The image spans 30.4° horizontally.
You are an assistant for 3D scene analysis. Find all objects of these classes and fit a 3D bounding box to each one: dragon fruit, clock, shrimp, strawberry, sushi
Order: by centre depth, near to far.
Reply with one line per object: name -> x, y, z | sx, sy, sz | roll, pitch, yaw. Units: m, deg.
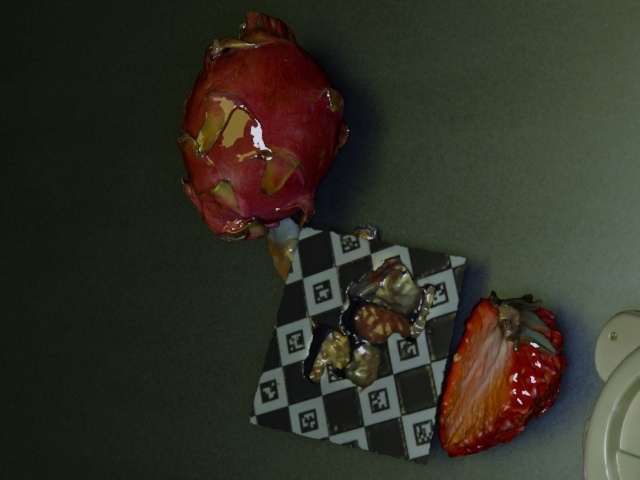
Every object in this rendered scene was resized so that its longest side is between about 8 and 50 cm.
clock -> 0.419, 0.245, 1.308 | 0.284, 0.114, 0.309 | 14, 94, 45
strawberry -> 0.236, 0.182, 1.477 | 0.190, 0.111, 0.236 | -100, 27, -49
sushi -> 0.063, 0.145, 1.623 | 0.294, 0.059, 0.292 | 11, 85, 35
dragon fruit -> -0.081, -0.160, 1.675 | 0.250, 0.250, 0.315 | -3, 54, 36
shrimp -> 0.000, 0.000, 1.710 | 0.166, 0.049, 0.161 | -38, 65, 24
